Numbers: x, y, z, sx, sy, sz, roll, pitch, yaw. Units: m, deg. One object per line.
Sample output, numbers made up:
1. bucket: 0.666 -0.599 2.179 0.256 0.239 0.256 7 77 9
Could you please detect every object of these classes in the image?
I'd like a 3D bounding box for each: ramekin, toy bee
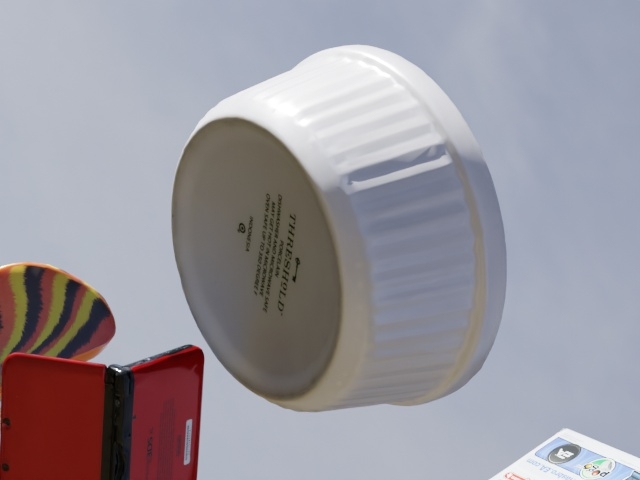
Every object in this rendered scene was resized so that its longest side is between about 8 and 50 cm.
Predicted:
1. ramekin: 0.000 0.000 1.409 0.273 0.127 0.273 24 -59 48
2. toy bee: -0.308 0.083 1.436 0.162 0.298 0.195 56 -42 2

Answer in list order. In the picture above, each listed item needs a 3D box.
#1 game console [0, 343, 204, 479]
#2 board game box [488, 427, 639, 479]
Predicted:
1. game console: -0.156 0.142 1.389 0.085 0.124 0.144 20 -65 36
2. board game box: 0.201 0.310 1.699 0.308 0.302 0.086 19 -44 61
